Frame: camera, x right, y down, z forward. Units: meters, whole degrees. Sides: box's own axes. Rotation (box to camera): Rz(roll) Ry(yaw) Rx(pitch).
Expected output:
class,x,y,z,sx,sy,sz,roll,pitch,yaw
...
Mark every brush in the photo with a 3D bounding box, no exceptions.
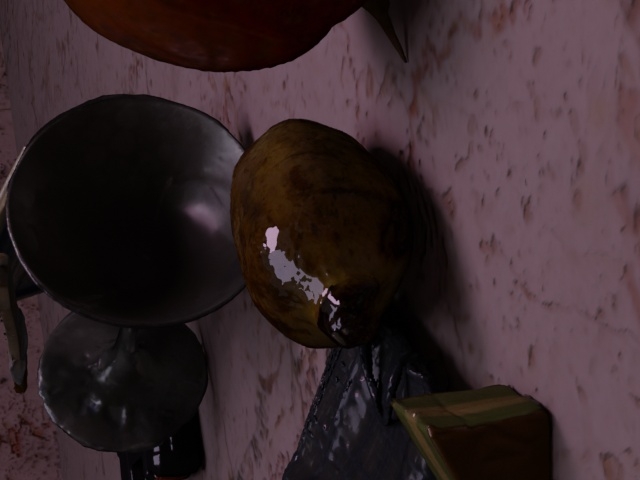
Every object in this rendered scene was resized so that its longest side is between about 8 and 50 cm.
class,x,y,z,sx,sy,sz,roll,pitch,yaw
brush,-0.326,0.086,1.630,0.336,0.020,0.085,109,159,-69

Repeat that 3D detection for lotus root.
class,x,y,z,sx,sy,sz,roll,pitch,yaw
lotus root,0.000,0.000,1.158,0.260,0.129,0.145,-109,30,-60

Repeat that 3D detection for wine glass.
class,x,y,z,sx,sy,sz,roll,pitch,yaw
wine glass,-0.202,0.062,1.664,0.406,0.267,0.267,105,154,-60

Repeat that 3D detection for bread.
class,x,y,z,sx,sy,sz,roll,pitch,yaw
bread,0.097,0.171,0.992,0.074,0.084,0.139,-148,54,-67

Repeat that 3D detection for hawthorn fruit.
class,x,y,z,sx,sy,sz,roll,pitch,yaw
hawthorn fruit,-0.072,-0.246,1.113,0.258,0.262,0.258,-3,-90,-89

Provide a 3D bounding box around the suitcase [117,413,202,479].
class,x,y,z,sx,sy,sz,roll,pitch,yaw
suitcase,-0.224,0.230,2.044,0.285,0.066,0.206,133,130,-67

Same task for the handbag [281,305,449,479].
class,x,y,z,sx,sy,sz,roll,pitch,yaw
handbag,0.046,0.148,1.164,0.270,0.089,0.175,-130,49,-67

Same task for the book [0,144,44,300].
class,x,y,z,sx,sy,sz,roll,pitch,yaw
book,-0.278,-0.032,1.724,0.018,0.322,0.228,36,112,16
